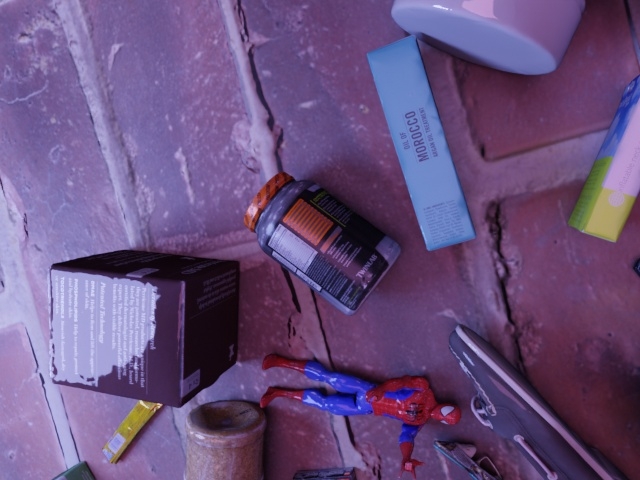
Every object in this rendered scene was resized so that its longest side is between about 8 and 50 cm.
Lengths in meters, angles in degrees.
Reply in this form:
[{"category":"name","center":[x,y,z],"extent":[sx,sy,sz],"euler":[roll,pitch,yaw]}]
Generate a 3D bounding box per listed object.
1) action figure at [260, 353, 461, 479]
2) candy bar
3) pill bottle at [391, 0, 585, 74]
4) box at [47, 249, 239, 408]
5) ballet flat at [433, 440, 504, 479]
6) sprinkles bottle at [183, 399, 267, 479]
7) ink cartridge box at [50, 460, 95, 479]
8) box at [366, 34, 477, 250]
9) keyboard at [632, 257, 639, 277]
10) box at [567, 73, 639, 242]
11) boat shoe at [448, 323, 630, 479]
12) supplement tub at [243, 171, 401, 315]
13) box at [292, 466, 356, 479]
[{"category":"action figure","center":[0.046,0.225,0.693],"extent":[0.280,0.139,0.091],"euler":[5,99,12]},{"category":"candy bar","center":[-0.315,0.310,0.859],"extent":[0.040,0.018,0.161],"euler":[41,106,11]},{"category":"pill bottle","center":[0.230,-0.389,0.516],"extent":[0.224,0.224,0.392],"euler":[24,102,11]},{"category":"box","center":[-0.243,0.112,0.736],"extent":[0.203,0.168,0.167],"euler":[5,97,14]},{"category":"ballet flat","center":[0.208,0.304,0.710],"extent":[0.114,0.041,0.041],"euler":[41,105,7]},{"category":"sprinkles bottle","center":[-0.146,0.428,0.774],"extent":[0.121,0.121,0.355],"euler":[6,98,14]},{"category":"ink cartridge box","center":[-0.436,0.482,0.812],"extent":[0.093,0.212,0.154],"euler":[-32,88,17]},{"category":"box","center":[0.128,-0.116,0.643],"extent":[0.060,0.100,0.244],"euler":[-17,93,15]},{"category":"keyboard","center":[0.480,0.020,0.606],"extent":[0.180,0.023,0.108],"euler":[-38,80,17]},{"category":"box","center":[0.338,-0.091,0.583],"extent":[0.042,0.109,0.178],"euler":[21,102,16]},{"category":"boat shoe","center":[0.267,0.253,0.646],"extent":[0.335,0.112,0.095],"euler":[45,101,2]},{"category":"supplement tub","center":[0.000,0.000,0.683],"extent":[0.190,0.117,0.117],"euler":[38,105,9]},{"category":"box","center":[0.018,0.413,0.776],"extent":[0.094,0.027,0.137],"euler":[-12,93,15]}]
